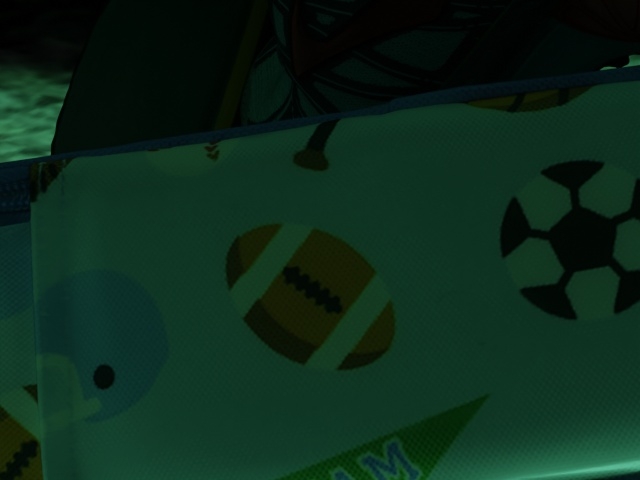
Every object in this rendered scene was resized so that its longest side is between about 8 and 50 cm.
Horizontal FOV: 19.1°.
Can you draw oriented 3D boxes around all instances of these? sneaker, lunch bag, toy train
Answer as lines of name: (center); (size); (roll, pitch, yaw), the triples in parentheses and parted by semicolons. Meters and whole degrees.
sneaker: (0.027, -0.093, 0.497); (0.125, 0.104, 0.262); (26, 153, -18)
lunch bag: (0.029, 0.045, 0.523); (0.303, 0.115, 0.243); (-5, 164, 8)
toy train: (0.000, 0.000, 0.768); (0.190, 0.142, 0.334); (17, 168, 3)
